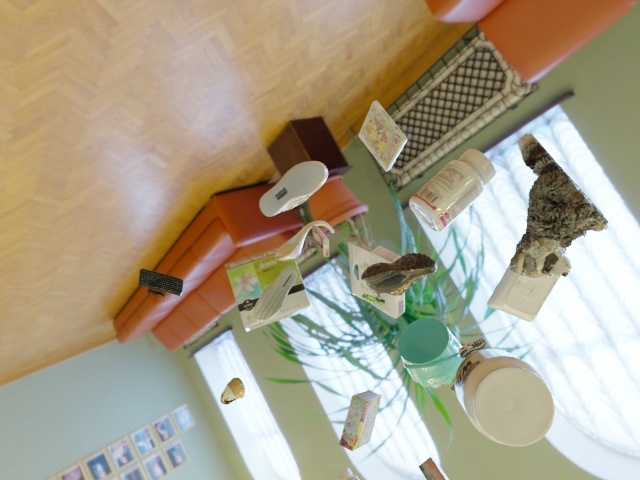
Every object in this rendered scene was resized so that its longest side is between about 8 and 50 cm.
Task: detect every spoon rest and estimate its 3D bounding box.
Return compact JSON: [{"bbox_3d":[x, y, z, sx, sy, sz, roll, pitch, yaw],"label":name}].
[{"bbox_3d":[-0.079,-0.003,2.037,0.276,0.084,0.137,-31,-158,-1],"label":"spoon rest"}]

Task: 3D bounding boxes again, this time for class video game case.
[{"bbox_3d":[0.247,-0.418,1.930,0.026,0.206,0.227,-29,165,-22],"label":"video game case"}]

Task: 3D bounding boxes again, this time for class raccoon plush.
[{"bbox_3d":[0.683,-0.087,1.525,0.216,0.446,0.299,27,124,-35],"label":"raccoon plush"}]

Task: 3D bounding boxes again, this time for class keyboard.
[{"bbox_3d":[-0.624,0.177,1.841,0.192,0.100,0.038,13,-162,14],"label":"keyboard"}]

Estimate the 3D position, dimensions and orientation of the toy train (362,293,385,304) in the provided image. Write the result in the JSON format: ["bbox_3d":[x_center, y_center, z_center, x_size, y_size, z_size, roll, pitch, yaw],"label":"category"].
[{"bbox_3d":[0.173,0.190,1.538,0.083,0.017,0.024,21,152,-19],"label":"toy train"}]

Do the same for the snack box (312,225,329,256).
[{"bbox_3d":[0.000,0.000,1.732,0.022,0.064,0.178,-7,-161,-12],"label":"snack box"}]

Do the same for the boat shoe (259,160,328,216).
[{"bbox_3d":[-0.068,-0.153,1.422,0.267,0.096,0.088,-36,171,35],"label":"boat shoe"}]

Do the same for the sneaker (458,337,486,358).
[{"bbox_3d":[0.544,0.380,1.716,0.109,0.040,0.044,-30,-169,6],"label":"sneaker"}]

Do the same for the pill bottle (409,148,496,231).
[{"bbox_3d":[0.462,-0.177,1.660,0.283,0.160,0.160,-42,172,-4],"label":"pill bottle"}]

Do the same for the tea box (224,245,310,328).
[{"bbox_3d":[-0.256,0.231,2.314,0.329,0.323,0.220,-19,167,-10],"label":"tea box"}]

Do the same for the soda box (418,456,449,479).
[{"bbox_3d":[0.429,0.869,1.690,0.063,0.183,0.058,-41,130,2],"label":"soda box"}]

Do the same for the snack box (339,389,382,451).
[{"bbox_3d":[0.166,0.728,1.940,0.070,0.207,0.174,16,179,31],"label":"snack box"}]

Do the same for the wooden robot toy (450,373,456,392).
[{"bbox_3d":[0.564,0.612,1.935,0.079,0.173,0.076,1,142,-17],"label":"wooden robot toy"}]

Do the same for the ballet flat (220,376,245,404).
[{"bbox_3d":[-0.330,0.570,1.767,0.073,0.080,0.232,-30,163,-29],"label":"ballet flat"}]

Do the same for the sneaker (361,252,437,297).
[{"bbox_3d":[0.293,0.131,1.720,0.286,0.130,0.109,-15,-156,35],"label":"sneaker"}]

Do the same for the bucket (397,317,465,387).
[{"bbox_3d":[0.489,0.496,2.131,0.281,0.183,0.281,-23,-144,18],"label":"bucket"}]

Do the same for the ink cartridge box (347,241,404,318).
[{"bbox_3d":[0.240,0.156,2.035,0.066,0.261,0.296,-31,131,-32],"label":"ink cartridge box"}]

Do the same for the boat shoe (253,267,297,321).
[{"bbox_3d":[-0.164,0.200,1.715,0.226,0.083,0.076,-50,-171,-23],"label":"boat shoe"}]

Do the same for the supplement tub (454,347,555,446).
[{"bbox_3d":[0.523,0.444,1.377,0.235,0.235,0.325,-29,169,5],"label":"supplement tub"}]

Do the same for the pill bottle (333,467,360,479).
[{"bbox_3d":[0.109,0.820,1.549,0.078,0.137,0.078,-35,158,-17],"label":"pill bottle"}]

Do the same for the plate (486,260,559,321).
[{"bbox_3d":[0.859,0.196,1.970,0.277,0.278,0.045,-64,-156,11],"label":"plate"}]
